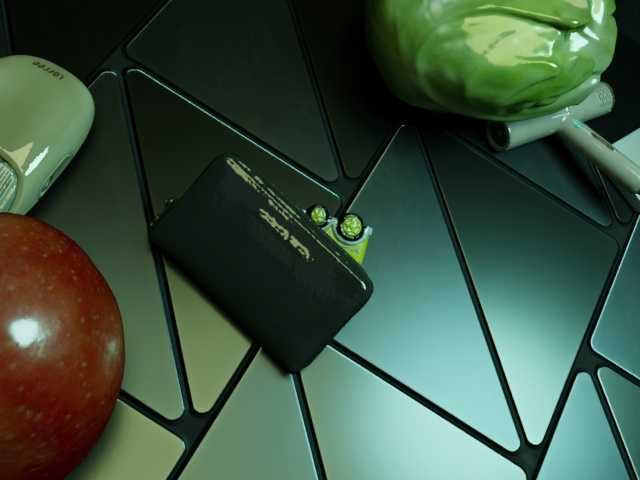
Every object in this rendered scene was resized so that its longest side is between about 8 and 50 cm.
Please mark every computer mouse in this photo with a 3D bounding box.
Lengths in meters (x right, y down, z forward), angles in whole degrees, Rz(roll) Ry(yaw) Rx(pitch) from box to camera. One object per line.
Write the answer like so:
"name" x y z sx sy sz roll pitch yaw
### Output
"computer mouse" -0.355 -0.112 0.809 0.145 0.082 0.236 32 63 -1

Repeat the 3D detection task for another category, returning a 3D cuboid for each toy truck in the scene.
"toy truck" 0.000 0.000 0.865 0.111 0.076 0.076 14 85 -8

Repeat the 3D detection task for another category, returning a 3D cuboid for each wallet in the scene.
"wallet" -0.069 0.019 0.819 0.250 0.044 0.149 45 97 5

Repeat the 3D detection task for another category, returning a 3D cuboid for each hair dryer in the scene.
"hair dryer" 0.362 -0.111 0.990 0.195 0.053 0.220 -20 63 -20

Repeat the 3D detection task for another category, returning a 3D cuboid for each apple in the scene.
"apple" -0.302 0.098 0.642 0.261 0.260 0.216 20 41 -6

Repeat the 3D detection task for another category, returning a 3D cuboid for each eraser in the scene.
"eraser" 0.483 -0.114 1.059 0.150 0.023 0.103 -29 77 -23

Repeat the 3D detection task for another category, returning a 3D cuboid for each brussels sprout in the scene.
"brussels sprout" 0.211 -0.297 0.948 0.328 0.247 0.327 0 79 0
